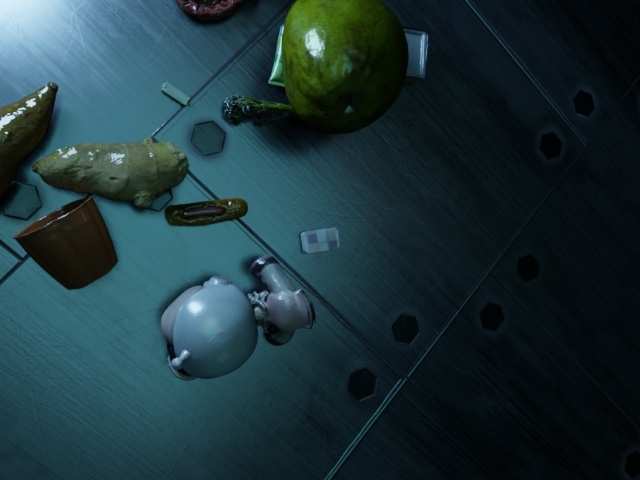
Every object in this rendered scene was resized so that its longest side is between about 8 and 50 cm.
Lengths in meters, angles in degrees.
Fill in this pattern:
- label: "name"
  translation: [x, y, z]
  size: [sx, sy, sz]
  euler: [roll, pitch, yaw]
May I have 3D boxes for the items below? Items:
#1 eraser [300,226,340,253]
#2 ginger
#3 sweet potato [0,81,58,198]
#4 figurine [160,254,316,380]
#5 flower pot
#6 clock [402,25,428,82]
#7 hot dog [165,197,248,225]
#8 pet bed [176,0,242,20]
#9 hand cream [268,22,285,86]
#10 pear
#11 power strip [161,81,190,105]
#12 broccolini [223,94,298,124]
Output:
- label: "eraser"
  translation: [0.000, 0.000, 1.553]
  size: [0.105, 0.026, 0.065]
  euler: [-7, 89, -19]
- label: "ginger"
  translation: [-0.500, -0.171, 1.333]
  size: [0.354, 0.126, 0.189]
  euler: [2, 75, -15]
- label: "sweet potato"
  translation: [-0.722, -0.237, 1.262]
  size: [0.131, 0.131, 0.336]
  euler: [31, 79, -16]
- label: "figurine"
  translation: [-0.217, 0.195, 1.378]
  size: [0.362, 0.211, 0.253]
  euler: [-18, 95, -19]
- label: "flower pot"
  translation: [-0.574, 0.013, 1.285]
  size: [0.191, 0.191, 0.173]
  euler: [-33, 110, -16]
- label: "clock"
  translation: [0.211, -0.546, 1.609]
  size: [0.192, 0.071, 0.146]
  euler: [3, 88, -19]
- label: "hot dog"
  translation: [-0.294, -0.073, 1.443]
  size: [0.216, 0.047, 0.066]
  euler: [-7, 94, -19]
- label: "pet bed"
  translation: [-0.293, -0.674, 1.451]
  size: [0.201, 0.053, 0.201]
  euler: [3, 83, -22]
- label: "hand cream"
  translation: [-0.086, -0.509, 1.521]
  size: [0.095, 0.046, 0.174]
  euler: [7, 89, -24]
- label: "pear"
  translation: [0.058, -0.450, 1.385]
  size: [0.352, 0.352, 0.413]
  euler: [17, 45, -18]
- label: "power strip"
  translation: [-0.375, -0.379, 1.436]
  size: [0.083, 0.017, 0.027]
  euler: [34, 80, -15]
- label: "broccolini"
  translation: [-0.073, -0.332, 1.521]
  size: [0.392, 0.074, 0.078]
  euler: [8, 45, -20]
